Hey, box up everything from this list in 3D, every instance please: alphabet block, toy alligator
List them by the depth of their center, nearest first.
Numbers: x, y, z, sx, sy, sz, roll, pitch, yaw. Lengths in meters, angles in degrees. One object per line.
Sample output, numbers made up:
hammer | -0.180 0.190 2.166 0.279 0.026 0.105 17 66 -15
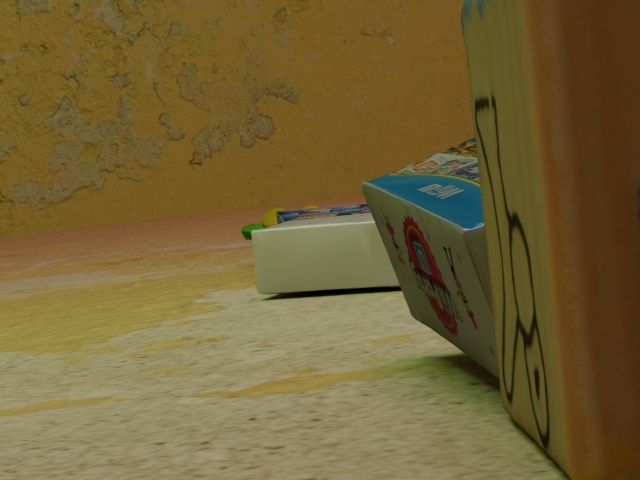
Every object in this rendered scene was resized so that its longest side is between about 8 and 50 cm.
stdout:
alphabet block | 0.171 -0.020 0.722 0.193 0.197 0.192 -6 5 -1
toy alligator | 0.000 0.000 1.801 0.189 0.056 0.051 -3 47 24

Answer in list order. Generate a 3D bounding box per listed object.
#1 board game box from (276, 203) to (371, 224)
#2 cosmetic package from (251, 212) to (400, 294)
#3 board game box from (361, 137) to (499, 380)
board game box | 0.036 0.000 1.648 0.194 0.060 0.194 -5 5 11
cosmetic package | 0.071 0.007 1.473 0.239 0.060 0.099 -4 6 20
board game box | 0.198 -0.033 0.941 0.303 0.097 0.224 -23 12 -8
